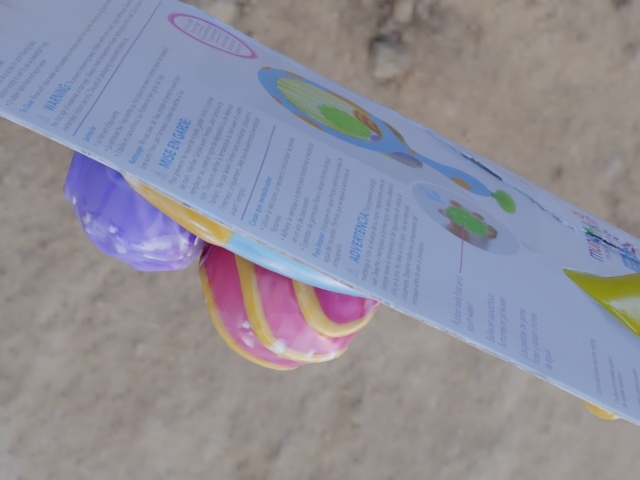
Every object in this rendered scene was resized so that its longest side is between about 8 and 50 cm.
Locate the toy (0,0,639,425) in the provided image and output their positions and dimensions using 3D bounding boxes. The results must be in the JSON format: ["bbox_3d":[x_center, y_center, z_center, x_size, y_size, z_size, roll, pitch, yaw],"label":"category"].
[{"bbox_3d":[0.000,0.000,0.473,0.137,0.237,0.056,-78,-169,-70],"label":"toy"}]
